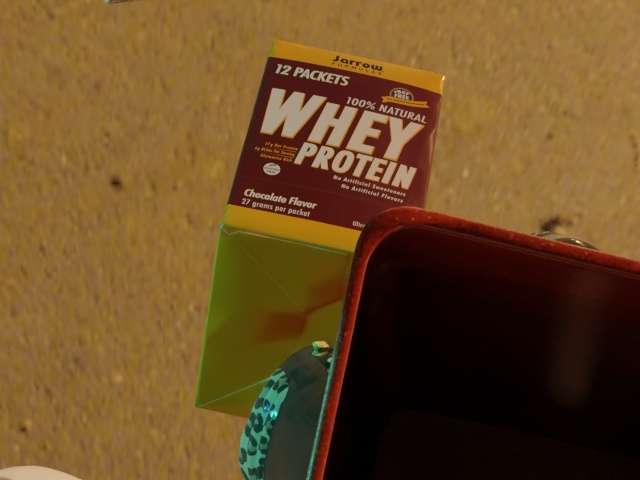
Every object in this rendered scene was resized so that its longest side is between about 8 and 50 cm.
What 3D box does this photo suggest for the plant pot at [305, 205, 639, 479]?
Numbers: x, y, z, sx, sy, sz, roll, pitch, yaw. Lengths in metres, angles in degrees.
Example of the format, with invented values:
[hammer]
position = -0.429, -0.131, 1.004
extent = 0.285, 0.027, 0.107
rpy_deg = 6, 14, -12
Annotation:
[plant pot]
position = 0.106, 0.159, 0.698
extent = 0.267, 0.236, 0.267
rpy_deg = 13, 81, -3

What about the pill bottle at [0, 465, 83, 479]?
[pill bottle]
position = -0.273, 0.351, 1.418
extent = 0.181, 0.181, 0.323
rpy_deg = 39, 111, 12

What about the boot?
[boot]
position = 0.044, 0.078, 0.924
extent = 0.085, 0.178, 0.236
rpy_deg = 22, 100, -30

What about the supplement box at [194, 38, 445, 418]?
[supplement box]
position = 0.000, 0.000, 1.241
extent = 0.129, 0.191, 0.194
rpy_deg = 12, 45, 0

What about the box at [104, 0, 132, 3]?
[box]
position = -0.008, -0.280, 1.007
extent = 0.168, 0.215, 0.345
rpy_deg = 49, 34, 18
